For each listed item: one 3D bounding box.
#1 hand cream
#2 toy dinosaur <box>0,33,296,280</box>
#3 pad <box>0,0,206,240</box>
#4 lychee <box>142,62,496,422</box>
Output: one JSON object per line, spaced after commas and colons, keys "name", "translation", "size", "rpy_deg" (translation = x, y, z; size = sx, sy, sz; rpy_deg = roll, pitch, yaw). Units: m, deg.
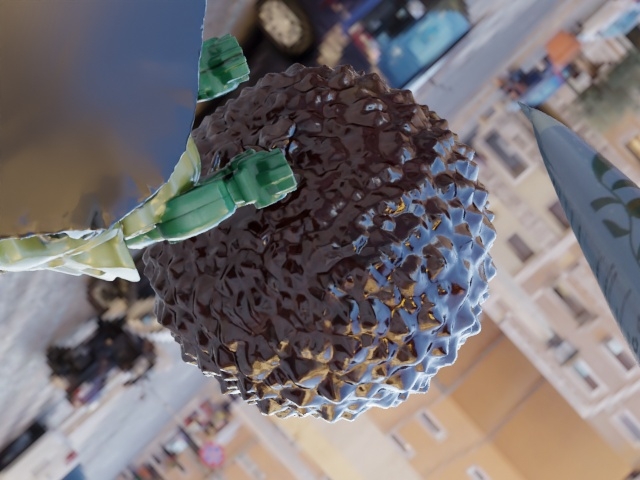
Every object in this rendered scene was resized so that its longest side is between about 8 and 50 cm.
{"name": "hand cream", "translation": [0.150, 0.015, 0.614], "size": [0.058, 0.091, 0.271], "rpy_deg": [-39, -154, 11]}
{"name": "toy dinosaur", "translation": [-0.095, -0.034, 0.672], "size": [0.153, 0.094, 0.259], "rpy_deg": [-22, -174, 1]}
{"name": "pad", "translation": [-0.138, -0.070, 0.240], "size": [0.267, 0.004, 0.181], "rpy_deg": [-6, 119, -29]}
{"name": "lychee", "translation": [0.000, 0.000, 0.978], "size": [0.264, 0.264, 0.300], "rpy_deg": [-42, 150, 1]}
